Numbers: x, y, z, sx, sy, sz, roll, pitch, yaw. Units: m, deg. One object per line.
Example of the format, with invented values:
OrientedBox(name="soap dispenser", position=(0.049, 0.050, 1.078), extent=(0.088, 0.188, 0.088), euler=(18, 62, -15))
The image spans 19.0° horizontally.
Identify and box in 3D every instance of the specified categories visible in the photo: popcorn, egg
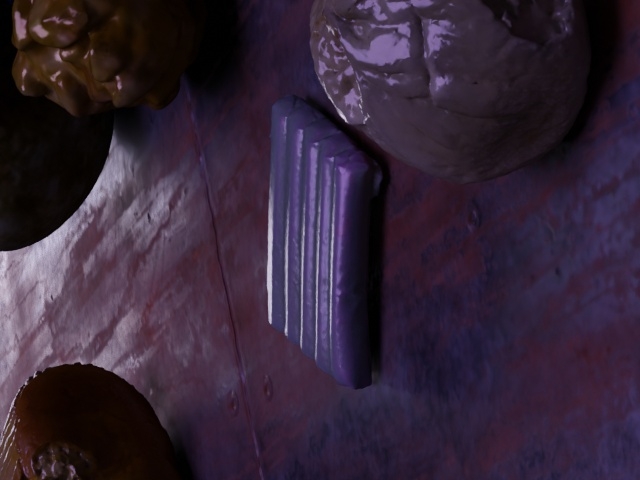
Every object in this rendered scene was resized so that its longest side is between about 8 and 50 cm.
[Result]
OrientedBox(name="popcorn", position=(-0.193, -0.209, 1.807), extent=(0.191, 0.190, 0.254), euler=(-14, 40, 30))
OrientedBox(name="egg", position=(-0.346, -0.119, 2.081), extent=(0.238, 0.238, 0.289), euler=(121, 158, -54))

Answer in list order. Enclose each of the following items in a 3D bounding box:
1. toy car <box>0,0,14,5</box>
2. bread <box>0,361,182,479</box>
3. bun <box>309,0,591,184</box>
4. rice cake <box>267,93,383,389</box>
OrientedBox(name="toy car", position=(-0.344, -0.258, 2.218), extent=(0.103, 0.063, 0.216), euler=(-89, -9, -45))
OrientedBox(name="bread", position=(-0.238, 0.250, 2.000), extent=(0.133, 0.179, 0.250), euler=(-63, 38, 43))
OrientedBox(name="bun", position=(0.066, -0.140, 1.225), extent=(0.220, 0.134, 0.220), euler=(45, 150, 35))
OrientedBox(name="rice cake", position=(0.000, 0.000, 1.571), extent=(0.189, 0.037, 0.198), euler=(-138, 48, -59))
